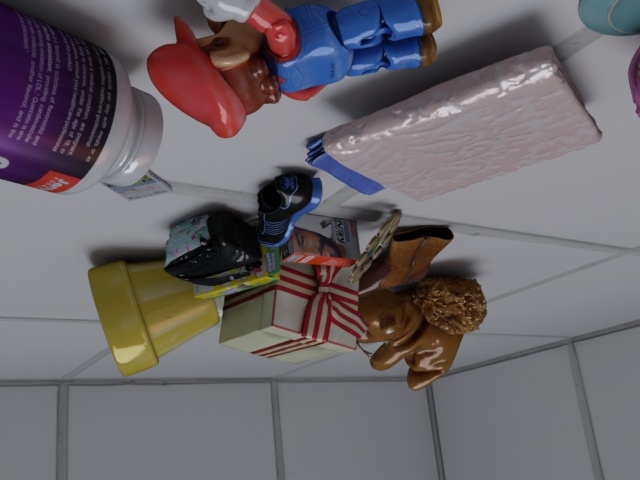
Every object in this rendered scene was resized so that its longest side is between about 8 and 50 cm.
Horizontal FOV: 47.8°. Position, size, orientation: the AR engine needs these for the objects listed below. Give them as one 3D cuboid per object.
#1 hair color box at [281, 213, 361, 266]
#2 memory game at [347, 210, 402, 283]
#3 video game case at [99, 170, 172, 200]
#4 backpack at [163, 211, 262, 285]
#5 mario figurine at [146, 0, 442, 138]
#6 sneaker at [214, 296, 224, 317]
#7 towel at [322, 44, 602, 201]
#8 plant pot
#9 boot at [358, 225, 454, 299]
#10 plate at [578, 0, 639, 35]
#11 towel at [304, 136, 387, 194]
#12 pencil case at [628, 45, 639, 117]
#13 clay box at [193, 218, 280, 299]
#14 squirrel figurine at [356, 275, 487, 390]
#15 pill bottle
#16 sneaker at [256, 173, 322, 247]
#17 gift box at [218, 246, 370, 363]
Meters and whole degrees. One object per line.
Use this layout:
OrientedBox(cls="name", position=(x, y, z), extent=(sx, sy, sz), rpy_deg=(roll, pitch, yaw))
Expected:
OrientedBox(cls="hair color box", position=(0.000, 0.000, 1.493), extent=(0.167, 0.093, 0.053), rpy_deg=(6, 157, -32))
OrientedBox(cls="memory game", position=(0.114, 0.015, 1.502), extent=(0.012, 0.186, 0.186), rpy_deg=(37, 165, 11))
OrientedBox(cls="video game case", position=(-0.319, -0.099, 1.229), extent=(0.087, 0.011, 0.122), rpy_deg=(-10, 161, 14))
OrientedBox(cls="backpack", position=(-0.223, 0.016, 1.434), extent=(0.182, 0.115, 0.152), rpy_deg=(-21, 141, 30))
OrientedBox(cls="mario figurine", position=(-0.038, -0.237, 0.807), extent=(0.321, 0.170, 0.198), rpy_deg=(-15, 125, -4))
OrientedBox(cls="sneaker", position=(-0.158, 0.156, 1.908), extent=(0.263, 0.099, 0.121), rpy_deg=(2, 155, -27))
OrientedBox(cls="towel", position=(0.219, -0.156, 1.066), extent=(0.332, 0.053, 0.317), rpy_deg=(-18, 161, 29))
OrientedBox(cls="plant pot", position=(-0.363, 0.145, 1.615), extent=(0.239, 0.254, 0.254), rpy_deg=(-19, 164, -12))
OrientedBox(cls="boot", position=(0.155, 0.057, 1.707), extent=(0.264, 0.096, 0.280), rpy_deg=(-3, 160, -8))
OrientedBox(cls="plate", position=(0.408, -0.293, 0.864), extent=(0.188, 0.024, 0.188), rpy_deg=(-5, 161, -2))
OrientedBox(cls="towel", position=(0.170, -0.153, 1.180), extent=(0.336, 0.040, 0.243), rpy_deg=(-16, 160, 26))
OrientedBox(cls="pencil case", position=(0.560, -0.190, 0.976), extent=(0.386, 0.167, 0.160), rpy_deg=(8, -167, -46))
OrientedBox(cls="clay box", position=(-0.166, 0.037, 1.497), extent=(0.222, 0.127, 0.053), rpy_deg=(-16, 160, 28))
OrientedBox(cls="squirrel figurine", position=(0.258, 0.196, 1.991), extent=(0.397, 0.281, 0.370), rpy_deg=(-31, 142, 23))
OrientedBox(cls="pill bottle", position=(-0.338, -0.156, 0.790), extent=(0.182, 0.181, 0.323), rpy_deg=(-20, 157, 36))
OrientedBox(cls="sneaker", position=(-0.084, -0.057, 1.332), extent=(0.091, 0.081, 0.232), rpy_deg=(7, 151, -26))
OrientedBox(cls="gift box", position=(-0.043, 0.126, 1.617), extent=(0.276, 0.255, 0.258), rpy_deg=(15, 155, -34))
